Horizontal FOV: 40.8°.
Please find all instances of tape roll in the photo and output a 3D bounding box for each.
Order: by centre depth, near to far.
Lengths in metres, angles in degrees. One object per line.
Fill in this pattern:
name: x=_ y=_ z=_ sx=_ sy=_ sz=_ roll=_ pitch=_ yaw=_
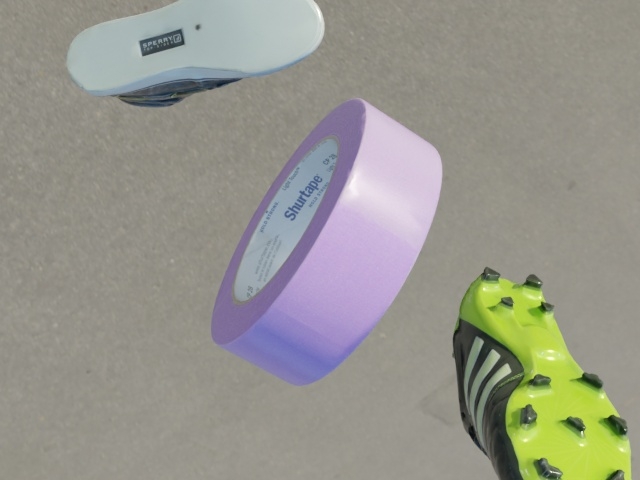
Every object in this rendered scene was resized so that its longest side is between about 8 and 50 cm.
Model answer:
tape roll: x=0.000 y=0.000 z=0.845 sx=0.090 sy=0.275 sz=0.275 roll=31 pitch=111 yaw=-16

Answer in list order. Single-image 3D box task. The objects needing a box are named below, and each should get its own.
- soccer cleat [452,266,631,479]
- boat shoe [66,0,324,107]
soccer cleat: x=0.096 y=0.082 z=0.405 sx=0.060 sy=0.179 sz=0.072 roll=11 pitch=118 yaw=-7
boat shoe: x=-0.082 y=-0.138 z=0.620 sx=0.183 sy=0.065 sz=0.083 roll=-7 pitch=180 yaw=11
